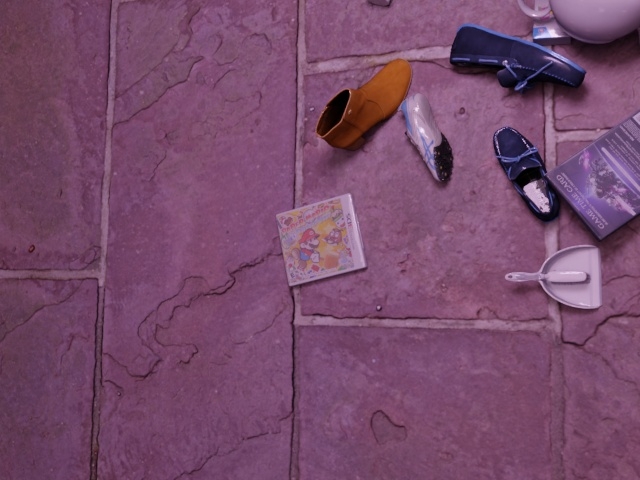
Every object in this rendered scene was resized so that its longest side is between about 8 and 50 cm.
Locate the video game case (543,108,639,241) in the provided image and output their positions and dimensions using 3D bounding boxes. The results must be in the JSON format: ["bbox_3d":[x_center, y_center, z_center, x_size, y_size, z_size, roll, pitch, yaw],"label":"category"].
[{"bbox_3d":[0.680,-0.150,1.569,0.274,0.026,0.196,-35,72,0],"label":"video game case"}]

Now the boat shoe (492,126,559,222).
[{"bbox_3d":[0.498,-0.169,1.650,0.109,0.089,0.258,-36,73,15],"label":"boat shoe"}]

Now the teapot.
[{"bbox_3d":[0.614,-0.533,1.558,0.253,0.187,0.256,-15,58,-16],"label":"teapot"}]

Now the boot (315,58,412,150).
[{"bbox_3d":[0.114,-0.360,1.764,0.104,0.211,0.295,38,99,21],"label":"boot"}]

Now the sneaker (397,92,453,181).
[{"bbox_3d":[0.268,-0.256,1.768,0.086,0.085,0.237,-29,76,45],"label":"sneaker"}]

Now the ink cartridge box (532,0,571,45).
[{"bbox_3d":[0.564,-0.542,1.683,0.089,0.052,0.122,2,84,22],"label":"ink cartridge box"}]

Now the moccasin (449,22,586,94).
[{"bbox_3d":[0.471,-0.420,1.683,0.342,0.138,0.116,32,101,36],"label":"moccasin"}]

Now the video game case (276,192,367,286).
[{"bbox_3d":[0.000,0.000,1.873,0.227,0.026,0.206,-15,78,21],"label":"video game case"}]

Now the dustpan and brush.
[{"bbox_3d":[0.543,0.085,1.620,0.211,0.060,0.147,-2,84,22],"label":"dustpan and brush"}]

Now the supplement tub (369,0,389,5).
[{"bbox_3d":[0.166,-0.693,1.854,0.071,0.071,0.107,18,91,23],"label":"supplement tub"}]
